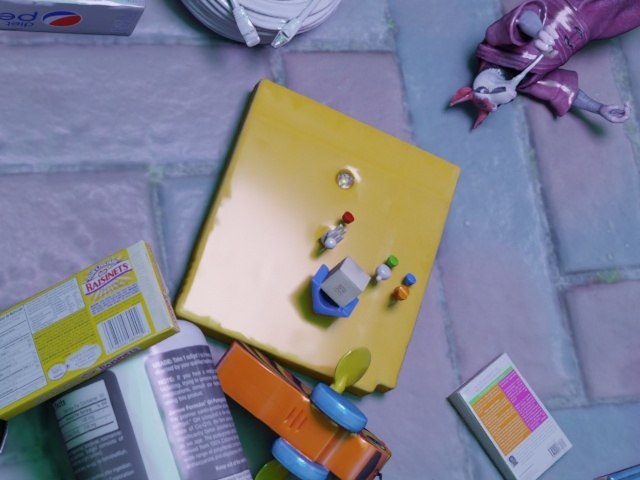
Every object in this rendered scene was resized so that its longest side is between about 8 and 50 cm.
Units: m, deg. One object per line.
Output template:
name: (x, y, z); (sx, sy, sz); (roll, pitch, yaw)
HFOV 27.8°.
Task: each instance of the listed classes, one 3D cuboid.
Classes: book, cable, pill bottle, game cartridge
book: (0.236, 0.223, 1.594); (0.096, 0.035, 0.144); (-34, 88, -28)
cable: (-0.078, -0.374, 1.616); (0.257, 0.089, 0.257); (-39, 96, -32)
pill bottle: (-0.186, 0.190, 1.370); (0.176, 0.176, 0.318); (-15, 80, -23)
game cartridge: (0.000, 0.000, 1.569); (0.285, 0.053, 0.323); (24, 70, -12)

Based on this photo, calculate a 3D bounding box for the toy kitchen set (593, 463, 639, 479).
toy kitchen set: (0.450, 0.363, 1.554); (0.122, 0.166, 0.207); (-13, 79, -23)

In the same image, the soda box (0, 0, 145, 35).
soda box: (-0.354, -0.305, 1.505); (0.286, 0.091, 0.098); (-1, 76, -20)

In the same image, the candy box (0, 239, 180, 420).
candy box: (-0.248, 0.091, 1.298); (0.206, 0.027, 0.105); (-27, 62, 8)

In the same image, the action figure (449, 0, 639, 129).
action figure: (0.306, -0.298, 1.690); (0.370, 0.248, 0.275); (-37, 53, -2)

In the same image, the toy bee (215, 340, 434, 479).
toy bee: (0.008, 0.233, 1.461); (0.195, 0.162, 0.298); (-33, 76, 7)

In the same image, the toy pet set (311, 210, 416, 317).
toy pet set: (0.037, 0.047, 1.523); (0.122, 0.065, 0.114); (45, 32, -6)

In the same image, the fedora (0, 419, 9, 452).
fedora: (-0.447, 0.170, 1.304); (0.276, 0.124, 0.243); (-4, 72, -23)
